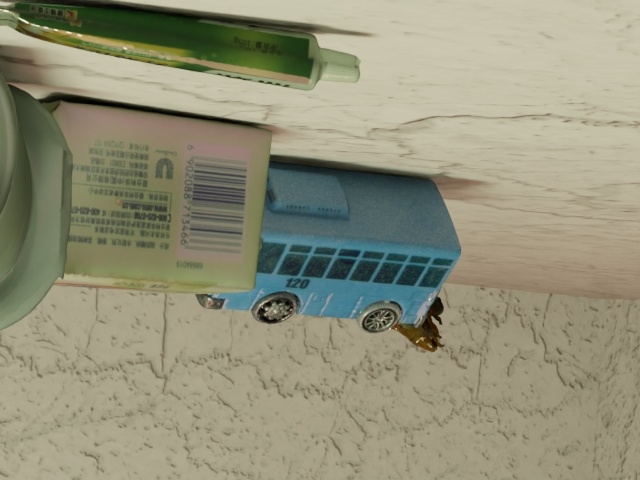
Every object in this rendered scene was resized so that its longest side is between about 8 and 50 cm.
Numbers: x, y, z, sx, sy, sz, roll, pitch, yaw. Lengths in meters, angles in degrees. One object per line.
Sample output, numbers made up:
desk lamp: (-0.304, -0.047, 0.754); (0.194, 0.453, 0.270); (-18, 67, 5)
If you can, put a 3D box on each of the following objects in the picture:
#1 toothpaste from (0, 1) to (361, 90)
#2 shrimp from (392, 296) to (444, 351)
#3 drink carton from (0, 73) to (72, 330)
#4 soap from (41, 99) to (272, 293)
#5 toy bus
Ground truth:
toothpaste: (-0.077, -0.108, 1.011); (0.204, 0.031, 0.049); (8, 176, -11)
shrimp: (0.023, 0.026, 1.878); (0.154, 0.062, 0.294); (-5, -148, -45)
drink carton: (-0.262, -0.047, 1.233); (0.191, 0.185, 0.189); (6, 165, -5)
soap: (-0.167, -0.030, 1.483); (0.199, 0.138, 0.182); (6, 177, -32)
toy bus: (0.000, 0.000, 1.734); (0.234, 0.116, 0.133); (6, 135, -27)
